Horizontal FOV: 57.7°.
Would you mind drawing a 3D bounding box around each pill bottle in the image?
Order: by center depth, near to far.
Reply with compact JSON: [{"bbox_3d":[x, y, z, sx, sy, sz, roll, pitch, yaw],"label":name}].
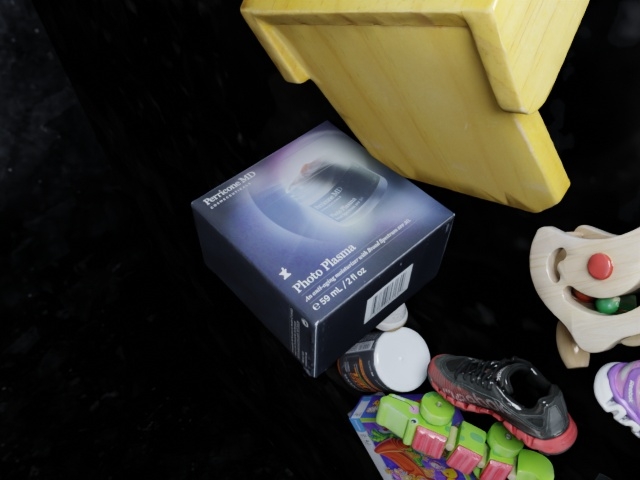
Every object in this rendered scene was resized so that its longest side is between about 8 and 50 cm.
[{"bbox_3d":[0.121,0.262,1.255,0.130,0.130,0.245,55,155,0],"label":"pill bottle"}]

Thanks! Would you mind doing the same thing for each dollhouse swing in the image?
[{"bbox_3d":[0.146,-0.246,0.639,0.305,0.315,0.347,23,180,-43],"label":"dollhouse swing"}]

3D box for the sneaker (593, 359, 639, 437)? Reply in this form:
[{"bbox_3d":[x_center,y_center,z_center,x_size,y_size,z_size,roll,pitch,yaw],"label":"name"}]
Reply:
[{"bbox_3d":[0.454,0.233,0.702,0.236,0.095,0.104,47,146,17],"label":"sneaker"}]

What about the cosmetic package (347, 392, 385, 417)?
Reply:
[{"bbox_3d":[0.185,0.510,1.506,0.231,0.085,0.117,52,153,9],"label":"cosmetic package"}]

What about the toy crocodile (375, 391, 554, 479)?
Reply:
[{"bbox_3d":[0.266,0.387,1.097,0.340,0.105,0.115,22,124,12],"label":"toy crocodile"}]

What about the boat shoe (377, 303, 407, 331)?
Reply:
[{"bbox_3d":[0.060,0.073,1.177,0.277,0.098,0.096,29,145,26],"label":"boat shoe"}]

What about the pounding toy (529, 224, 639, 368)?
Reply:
[{"bbox_3d":[0.353,0.035,0.655,0.269,0.155,0.154,128,133,-54],"label":"pounding toy"}]

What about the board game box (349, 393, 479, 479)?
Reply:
[{"bbox_3d":[0.245,0.503,1.304,0.233,0.078,0.347,-15,110,39],"label":"board game box"}]

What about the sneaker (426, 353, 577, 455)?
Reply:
[{"bbox_3d":[0.292,0.241,0.976,0.276,0.097,0.135,21,140,46],"label":"sneaker"}]

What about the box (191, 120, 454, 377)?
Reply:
[{"bbox_3d":[0.000,0.000,0.948,0.294,0.296,0.183,40,152,26],"label":"box"}]

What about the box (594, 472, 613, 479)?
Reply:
[{"bbox_3d":[0.471,0.440,0.952,0.052,0.062,0.083,19,137,48],"label":"box"}]
